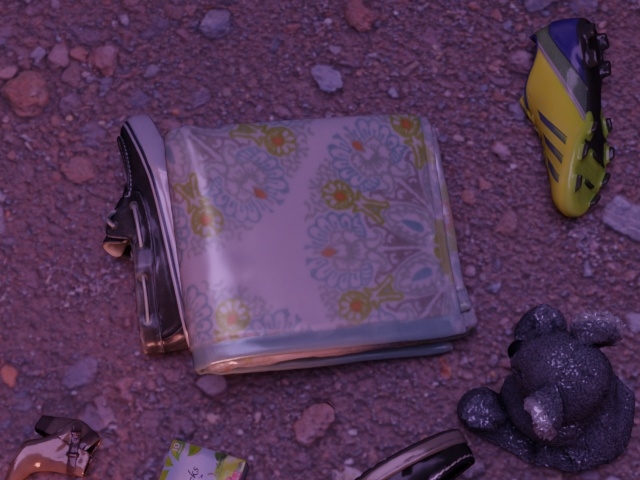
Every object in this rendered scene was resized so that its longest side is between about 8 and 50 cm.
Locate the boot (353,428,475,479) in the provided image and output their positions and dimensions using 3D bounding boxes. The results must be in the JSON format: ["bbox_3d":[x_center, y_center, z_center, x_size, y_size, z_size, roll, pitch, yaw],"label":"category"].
[{"bbox_3d":[0.090,0.430,1.653,0.377,0.138,0.284,-38,69,-7],"label":"boot"}]

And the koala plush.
[{"bbox_3d":[0.293,0.173,1.700,0.203,0.221,0.196,34,73,15],"label":"koala plush"}]

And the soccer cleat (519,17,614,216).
[{"bbox_3d":[0.329,-0.164,1.922,0.121,0.093,0.289,-8,69,33],"label":"soccer cleat"}]

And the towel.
[{"bbox_3d":[0.000,0.000,1.817,0.375,0.090,0.320,-5,71,-15],"label":"towel"}]

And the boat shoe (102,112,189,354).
[{"bbox_3d":[-0.230,-0.011,1.860,0.119,0.121,0.335,-15,70,-7],"label":"boat shoe"}]

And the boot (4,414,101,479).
[{"bbox_3d":[-0.337,0.278,1.793,0.087,0.042,0.118,24,72,10],"label":"boot"}]

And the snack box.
[{"bbox_3d":[-0.158,0.331,1.762,0.100,0.037,0.141,14,69,10],"label":"snack box"}]
